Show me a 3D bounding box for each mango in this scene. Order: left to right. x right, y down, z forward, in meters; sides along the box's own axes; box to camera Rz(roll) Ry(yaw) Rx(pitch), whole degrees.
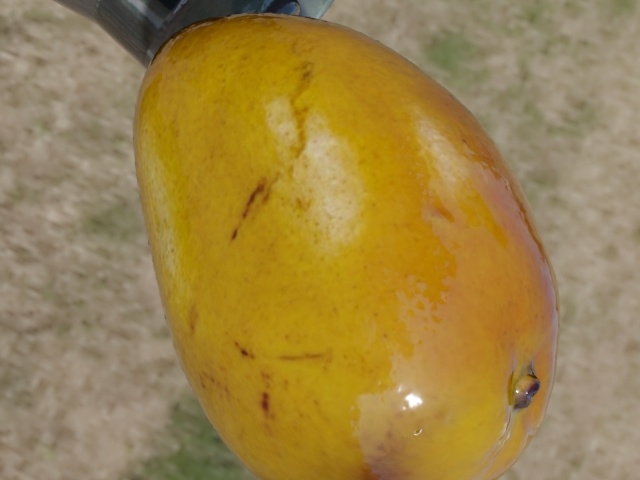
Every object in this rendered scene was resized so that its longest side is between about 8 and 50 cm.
[{"bbox_3d":[0.000,0.000,0.673,0.145,0.219,0.112,-43,153,18],"label":"mango"}]

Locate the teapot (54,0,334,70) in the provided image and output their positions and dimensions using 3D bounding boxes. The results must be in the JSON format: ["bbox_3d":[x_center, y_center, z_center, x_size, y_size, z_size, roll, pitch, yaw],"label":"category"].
[{"bbox_3d":[-0.142,-0.280,1.395,0.300,0.344,0.253,-46,176,-8],"label":"teapot"}]
